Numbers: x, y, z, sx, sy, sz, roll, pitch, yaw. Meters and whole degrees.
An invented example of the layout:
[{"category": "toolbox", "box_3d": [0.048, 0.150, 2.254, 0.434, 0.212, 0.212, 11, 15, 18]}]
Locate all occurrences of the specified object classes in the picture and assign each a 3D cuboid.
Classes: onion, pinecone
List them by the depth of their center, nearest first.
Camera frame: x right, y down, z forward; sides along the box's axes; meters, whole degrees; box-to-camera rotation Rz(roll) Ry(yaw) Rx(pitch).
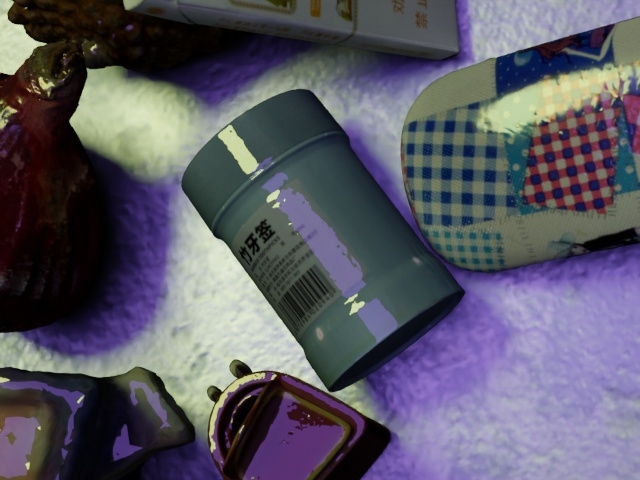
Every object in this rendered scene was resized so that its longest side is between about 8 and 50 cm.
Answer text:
[{"category": "onion", "box_3d": [-0.206, -0.040, 0.748, 0.173, 0.135, 0.198, 50, 135, 19]}, {"category": "pinecone", "box_3d": [-0.120, -0.182, 0.777, 0.174, 0.173, 0.173, -2, 82, 12]}]

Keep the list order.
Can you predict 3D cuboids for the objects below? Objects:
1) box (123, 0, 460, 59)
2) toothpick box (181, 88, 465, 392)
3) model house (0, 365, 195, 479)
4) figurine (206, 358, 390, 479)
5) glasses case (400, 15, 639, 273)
[{"category": "box", "box_3d": [-0.012, -0.175, 0.736, 0.032, 0.220, 0.122, -13, 77, 52]}, {"category": "toothpick box", "box_3d": [0.000, 0.000, 0.752, 0.101, 0.101, 0.153, -37, 77, 5]}, {"category": "model house", "box_3d": [-0.161, 0.212, 0.700, 0.280, 0.245, 0.312, -37, 78, -3]}, {"category": "figurine", "box_3d": [-0.025, 0.105, 0.716, 0.082, 0.154, 0.098, -46, 72, -2]}, {"category": "glasses case", "box_3d": [0.201, -0.067, 0.711, 0.327, 0.076, 0.125, -13, 87, 21]}]
